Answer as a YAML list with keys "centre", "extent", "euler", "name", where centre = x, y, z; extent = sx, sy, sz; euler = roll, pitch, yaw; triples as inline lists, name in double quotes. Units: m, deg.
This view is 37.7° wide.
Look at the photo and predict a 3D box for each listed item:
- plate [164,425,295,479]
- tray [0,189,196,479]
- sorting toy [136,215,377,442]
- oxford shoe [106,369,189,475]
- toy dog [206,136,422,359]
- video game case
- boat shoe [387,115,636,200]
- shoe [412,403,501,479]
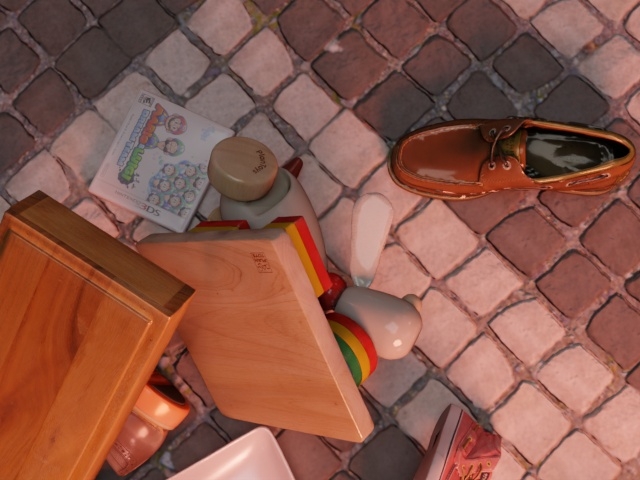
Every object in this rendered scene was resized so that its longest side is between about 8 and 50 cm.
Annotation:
- centre: [-0.122, 0.412, 1.149]
  extent: [0.277, 0.045, 0.278]
  euler: [-29, 81, -3]
  name: "plate"
- centre: [-0.319, 0.167, 1.065]
  extent: [0.203, 0.076, 0.410]
  euler: [32, 117, 2]
  name: "tray"
- centre: [-0.060, 0.090, 1.084]
  extent: [0.089, 0.257, 0.255]
  euler: [-38, 114, -37]
  name: "sorting toy"
- centre: [-0.342, 0.146, 1.163]
  extent: [0.364, 0.130, 0.132]
  euler: [38, 90, 8]
  name: "oxford shoe"
- centre: [0.000, 0.000, 1.158]
  extent: [0.161, 0.220, 0.333]
  euler: [-38, 88, -36]
  name: "toy dog"
- centre: [-0.211, -0.105, 1.251]
  extent: [0.143, 0.019, 0.157]
  euler: [25, 82, 6]
  name: "video game case"
- centre: [0.240, -0.114, 1.190]
  extent: [0.308, 0.104, 0.110]
  euler: [-2, 81, 2]
  name: "boat shoe"
- centre: [0.164, 0.269, 1.109]
  extent: [0.081, 0.178, 0.063]
  euler: [32, 122, 4]
  name: "shoe"
